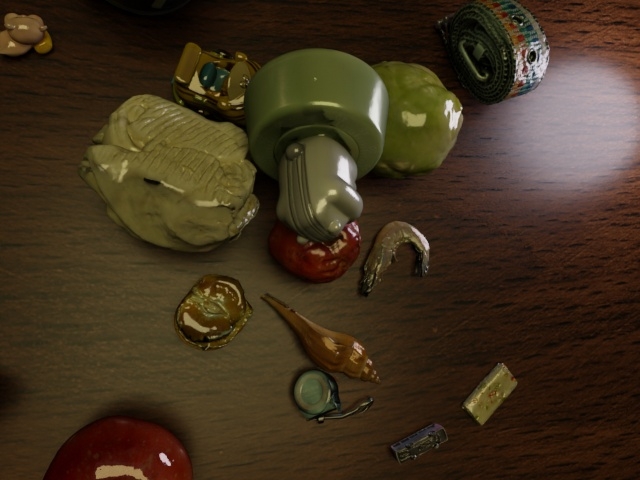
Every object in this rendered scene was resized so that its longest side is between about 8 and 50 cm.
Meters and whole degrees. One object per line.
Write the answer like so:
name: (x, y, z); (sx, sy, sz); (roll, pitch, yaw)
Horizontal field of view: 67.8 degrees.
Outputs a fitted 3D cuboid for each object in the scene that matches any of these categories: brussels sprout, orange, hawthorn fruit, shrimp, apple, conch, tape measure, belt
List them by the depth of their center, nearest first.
apple: (-0.369, 0.459, 0.871); (0.261, 0.216, 0.260); (2, 81, -15)
orange: (-0.233, 0.155, 1.011); (0.170, 0.112, 0.160); (7, 67, -37)
hawthorn fruit: (0.000, 0.000, 1.026); (0.208, 0.243, 0.207); (0, 89, -16)
conch: (-0.004, 0.229, 1.070); (0.330, 0.109, 0.093); (29, 106, 6)
tape measure: (0.028, 0.353, 1.087); (0.180, 0.104, 0.107); (19, 44, -45)
brussels sprout: (0.194, -0.279, 1.135); (0.317, 0.242, 0.273); (11, 54, -18)
shrimp: (0.184, 0.061, 1.167); (0.152, 0.046, 0.219); (32, 74, -4)
belt: (0.441, -0.503, 1.240); (0.161, 0.207, 0.294); (-24, 86, -19)

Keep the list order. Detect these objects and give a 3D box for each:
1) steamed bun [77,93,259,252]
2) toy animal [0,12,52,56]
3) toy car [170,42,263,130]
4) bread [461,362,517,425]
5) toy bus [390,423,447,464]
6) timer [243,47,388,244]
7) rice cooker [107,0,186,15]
steamed bun: (-0.299, -0.102, 0.972); (0.347, 0.237, 0.394); (-16, 53, -35)
toy animal: (-0.643, -0.450, 1.016); (0.114, 0.082, 0.091); (-18, 85, -16)
toy car: (-0.211, -0.345, 1.079); (0.248, 0.142, 0.200); (16, 78, -10)
bread: (0.422, 0.382, 1.186); (0.154, 0.028, 0.068); (-40, 94, -15)
toy bus: (0.228, 0.472, 1.109); (0.131, 0.052, 0.036); (-21, 92, -15)
timer: (-0.005, -0.141, 0.897); (0.291, 0.290, 0.315); (6, 62, -14)
rice cooker: (-0.374, -0.658, 0.998); (0.335, 0.325, 0.334); (-4, 99, -26)
